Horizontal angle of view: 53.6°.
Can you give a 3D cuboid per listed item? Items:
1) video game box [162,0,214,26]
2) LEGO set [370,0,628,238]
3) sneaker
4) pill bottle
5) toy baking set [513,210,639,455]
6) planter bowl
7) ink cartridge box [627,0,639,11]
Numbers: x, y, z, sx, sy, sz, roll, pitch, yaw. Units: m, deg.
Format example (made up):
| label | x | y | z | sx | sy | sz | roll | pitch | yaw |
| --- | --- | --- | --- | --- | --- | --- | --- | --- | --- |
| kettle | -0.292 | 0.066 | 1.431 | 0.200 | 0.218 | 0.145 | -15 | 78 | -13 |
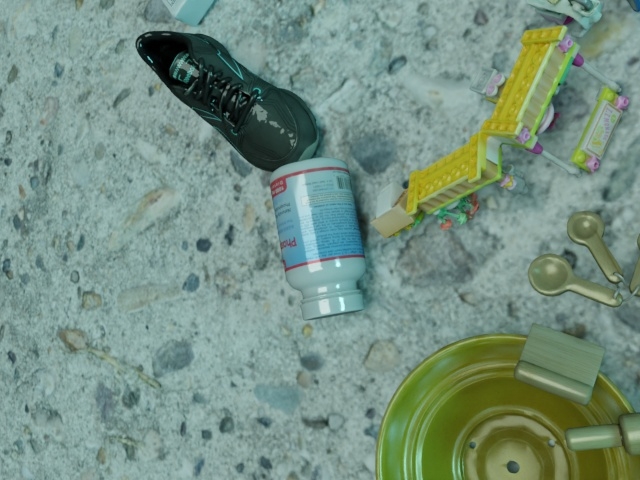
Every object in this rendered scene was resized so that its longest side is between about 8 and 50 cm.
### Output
| label | x | y | z | sx | sy | sz | roll | pitch | yaw |
| --- | --- | --- | --- | --- | --- | --- | --- | --- | --- |
| video game box | -0.162 | -0.416 | 0.817 | 0.205 | 0.048 | 0.187 | -46 | 68 | 22 |
| LEGO set | 0.172 | -0.083 | 0.580 | 0.287 | 0.107 | 0.132 | -56 | 27 | 23 |
| sneaker | -0.116 | -0.165 | 0.743 | 0.267 | 0.106 | 0.101 | 39 | 107 | 26 |
| pill bottle | 0.000 | 0.000 | 0.671 | 0.087 | 0.087 | 0.160 | -16 | 79 | 31 |
| toy baking set | 0.274 | 0.058 | 0.477 | 0.256 | 0.030 | 0.197 | -7 | 70 | 19 |
| planter bowl | 0.162 | 0.195 | 0.542 | 0.217 | 0.090 | 0.217 | -7 | 70 | 18 |
| ink cartridge box | 0.302 | -0.309 | 0.492 | 0.203 | 0.085 | 0.148 | -32 | 72 | 27 |
